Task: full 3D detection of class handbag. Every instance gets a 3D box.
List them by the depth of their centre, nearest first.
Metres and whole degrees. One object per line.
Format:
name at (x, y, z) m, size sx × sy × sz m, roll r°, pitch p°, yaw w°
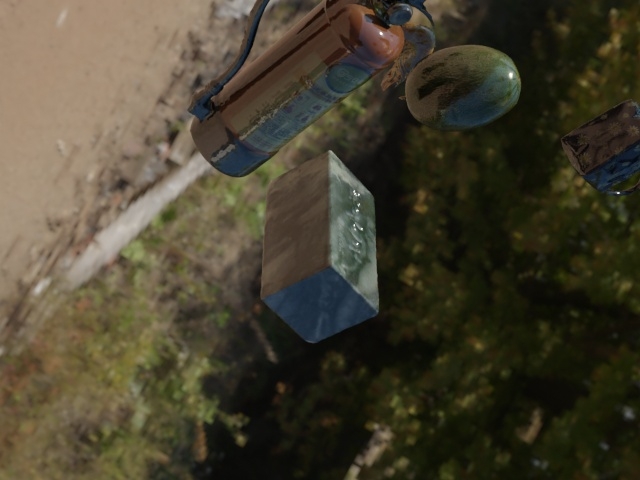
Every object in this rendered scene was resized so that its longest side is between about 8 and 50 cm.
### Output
handbag at (0.398, -0.102, 1.648) m, size 0.115 × 0.072 × 0.139 m, roll -32°, pitch 136°, yaw 8°

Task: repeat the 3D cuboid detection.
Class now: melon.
melon at (0.186, -0.204, 1.681) m, size 0.114 × 0.167 × 0.114 m, roll -8°, pitch 90°, yaw -73°

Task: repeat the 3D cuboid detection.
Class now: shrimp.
shrimp at (0.105, -0.263, 1.810) m, size 0.095 × 0.045 × 0.162 m, roll -4°, pitch 156°, yaw -25°

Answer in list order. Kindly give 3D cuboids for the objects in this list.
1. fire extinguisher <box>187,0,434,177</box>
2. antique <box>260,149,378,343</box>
fire extinguisher at (-0.022, -0.221, 1.526) m, size 0.376 × 0.113 × 0.200 m, roll -35°, pitch 157°, yaw 31°
antique at (0.000, 0.000, 1.269) m, size 0.086 × 0.088 × 0.183 m, roll -26°, pitch -139°, yaw 24°
